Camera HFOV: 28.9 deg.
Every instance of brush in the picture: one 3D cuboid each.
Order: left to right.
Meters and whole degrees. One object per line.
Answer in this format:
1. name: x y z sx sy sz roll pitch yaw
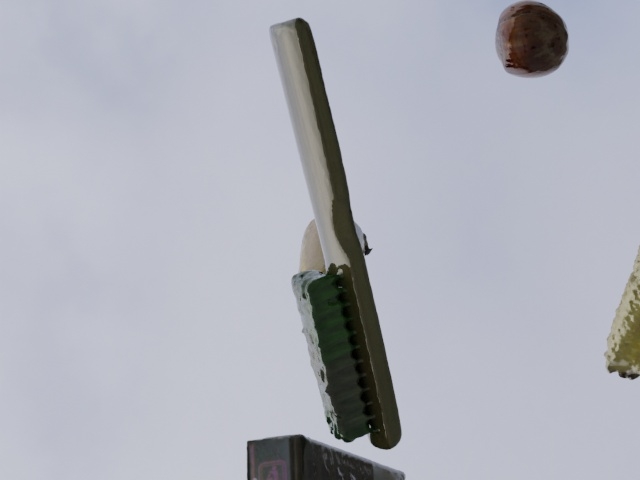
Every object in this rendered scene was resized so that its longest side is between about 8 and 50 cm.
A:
1. brush: 0.000 0.000 0.801 0.048 0.054 0.282 -15 -82 -18

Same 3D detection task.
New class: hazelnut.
1. hazelnut: 0.231 -0.217 1.355 0.086 0.086 0.086 -3 -85 -34

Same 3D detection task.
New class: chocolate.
1. chocolate: 0.005 0.046 1.414 0.085 0.219 0.086 3 -65 6

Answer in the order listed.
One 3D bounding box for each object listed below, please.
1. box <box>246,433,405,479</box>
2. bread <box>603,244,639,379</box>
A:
1. box: 0.022 0.304 0.830 0.180 0.047 0.325 33 -134 -57
2. bread: 0.309 0.067 0.910 0.140 0.160 0.169 -19 -42 -29
